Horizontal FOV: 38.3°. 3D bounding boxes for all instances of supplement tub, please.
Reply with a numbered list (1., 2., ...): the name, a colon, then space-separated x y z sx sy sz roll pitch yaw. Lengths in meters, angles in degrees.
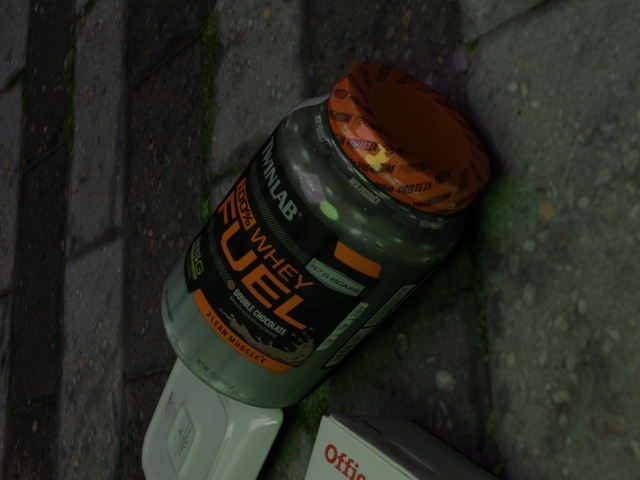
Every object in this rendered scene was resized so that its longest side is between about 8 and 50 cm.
1. supplement tub: 0.000 0.000 0.922 0.338 0.207 0.207 -50 46 34

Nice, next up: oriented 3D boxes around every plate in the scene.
1. plate: -0.159 0.254 1.176 0.277 0.045 0.278 -66 31 17

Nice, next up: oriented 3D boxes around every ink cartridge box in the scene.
1. ink cartridge box: 0.063 0.323 0.837 0.201 0.117 0.278 25 102 52
